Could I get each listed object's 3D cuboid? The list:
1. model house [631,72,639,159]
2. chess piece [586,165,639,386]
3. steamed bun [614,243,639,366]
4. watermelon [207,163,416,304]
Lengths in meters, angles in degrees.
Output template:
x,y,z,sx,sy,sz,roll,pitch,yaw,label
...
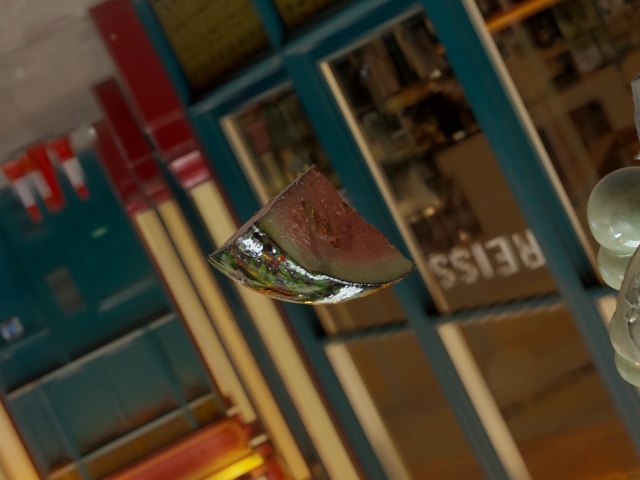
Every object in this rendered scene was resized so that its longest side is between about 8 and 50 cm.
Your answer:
x,y,z,sx,sy,sz,roll,pitch,yaw,label
0.450,-0.102,1.391,0.206,0.178,0.271,-1,169,-43,model house
0.380,0.029,1.744,0.144,0.251,0.144,-18,-154,9,chess piece
0.359,0.065,1.476,0.152,0.170,0.238,8,-176,-8,steamed bun
-0.007,0.020,1.400,0.137,0.145,0.193,-45,-175,-8,watermelon
